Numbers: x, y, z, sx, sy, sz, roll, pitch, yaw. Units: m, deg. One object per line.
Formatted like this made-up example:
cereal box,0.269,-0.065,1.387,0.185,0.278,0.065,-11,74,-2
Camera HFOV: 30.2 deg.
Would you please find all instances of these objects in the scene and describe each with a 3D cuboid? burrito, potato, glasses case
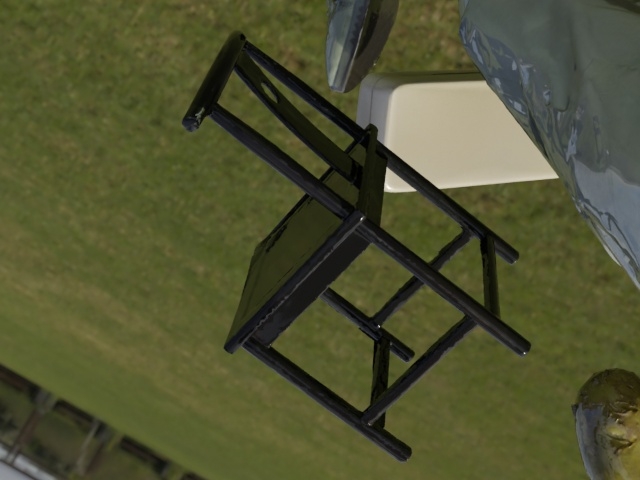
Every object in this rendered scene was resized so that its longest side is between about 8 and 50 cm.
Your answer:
burrito,0.157,-0.012,0.462,0.139,0.101,0.445,57,-174,-31
potato,0.265,0.182,1.053,0.070,0.138,0.091,-12,173,15
glasses case,0.202,-0.146,1.520,0.336,0.144,0.076,-5,-160,-31

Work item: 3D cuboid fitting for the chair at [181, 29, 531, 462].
chair,0.000,0.000,0.785,0.260,0.141,0.154,38,-156,-13

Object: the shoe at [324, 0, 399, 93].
shoe,0.036,-0.290,1.241,0.098,0.274,0.103,20,-161,21
